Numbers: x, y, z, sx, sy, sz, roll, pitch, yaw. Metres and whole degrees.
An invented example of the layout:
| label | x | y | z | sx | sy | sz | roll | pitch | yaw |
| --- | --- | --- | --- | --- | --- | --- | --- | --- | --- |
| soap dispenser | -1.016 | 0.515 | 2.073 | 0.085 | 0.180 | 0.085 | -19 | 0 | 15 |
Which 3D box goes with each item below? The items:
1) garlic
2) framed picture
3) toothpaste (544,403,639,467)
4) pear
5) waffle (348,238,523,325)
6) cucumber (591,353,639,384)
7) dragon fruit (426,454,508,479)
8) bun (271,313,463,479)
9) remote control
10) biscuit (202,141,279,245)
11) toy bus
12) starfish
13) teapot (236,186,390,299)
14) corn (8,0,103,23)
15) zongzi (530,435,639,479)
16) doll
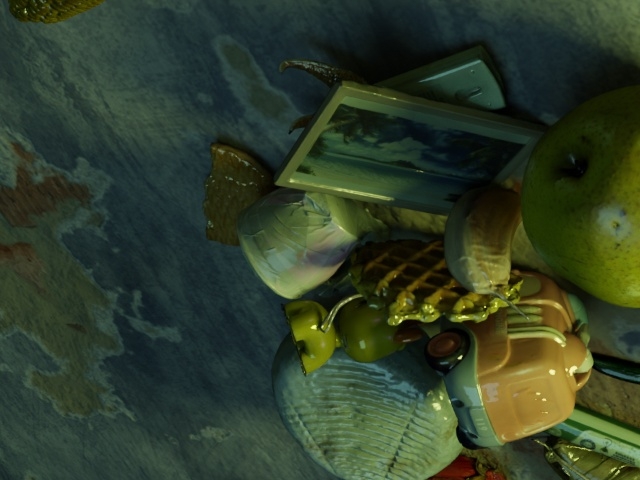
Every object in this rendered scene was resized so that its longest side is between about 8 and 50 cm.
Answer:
| label | x | y | z | sx | sy | sz | roll | pitch | yaw |
| --- | --- | --- | --- | --- | --- | --- | --- | --- | --- |
| garlic | 0.235 | 0.013 | 1.619 | 0.128 | 0.198 | 0.090 | 12 | 143 | -7 |
| framed picture | 0.121 | -0.118 | 1.596 | 0.315 | 0.024 | 0.232 | 10 | 145 | -20 |
| toothpaste | 0.409 | 0.302 | 1.966 | 0.392 | 0.061 | 0.099 | 20 | 141 | 15 |
| pear | 0.386 | -0.056 | 1.424 | 0.294 | 0.294 | 0.294 | 16 | 140 | 14 |
| waffle | 0.164 | 0.059 | 1.690 | 0.237 | 0.243 | 0.059 | -3 | 116 | -16 |
| cucumber | 0.506 | 0.213 | 1.832 | 0.184 | 0.033 | 0.036 | 13 | 157 | 20 |
| dragon fruit | 0.274 | 0.475 | 2.188 | 0.218 | 0.148 | 0.224 | 40 | 163 | 37 |
| bun | 0.090 | 0.263 | 1.988 | 0.354 | 0.194 | 0.354 | 12 | 127 | 17 |
| remote control | 0.130 | -0.184 | 1.563 | 0.233 | 0.038 | 0.098 | -17 | 133 | 22 |
| biscuit | -0.125 | -0.067 | 1.891 | 0.144 | 0.033 | 0.224 | 16 | 140 | 8 |
| toy bus | 0.285 | 0.161 | 1.730 | 0.232 | 0.288 | 0.194 | -15 | 122 | 20 |
| starfish | 0.052 | -0.183 | 1.642 | 0.247 | 0.050 | 0.138 | 20 | 138 | -4 |
| teapot | -0.003 | 0.006 | 1.792 | 0.178 | 0.163 | 0.221 | -33 | 111 | 23 |
| corn | -0.326 | -0.383 | 1.602 | 0.321 | 0.119 | 0.119 | -18 | 123 | 41 |
| zongzi | 0.483 | 0.361 | 1.996 | 0.178 | 0.081 | 0.189 | -38 | 95 | 26 |
| doll | 0.059 | 0.129 | 1.795 | 0.220 | 0.143 | 0.135 | -14 | 119 | -3 |
